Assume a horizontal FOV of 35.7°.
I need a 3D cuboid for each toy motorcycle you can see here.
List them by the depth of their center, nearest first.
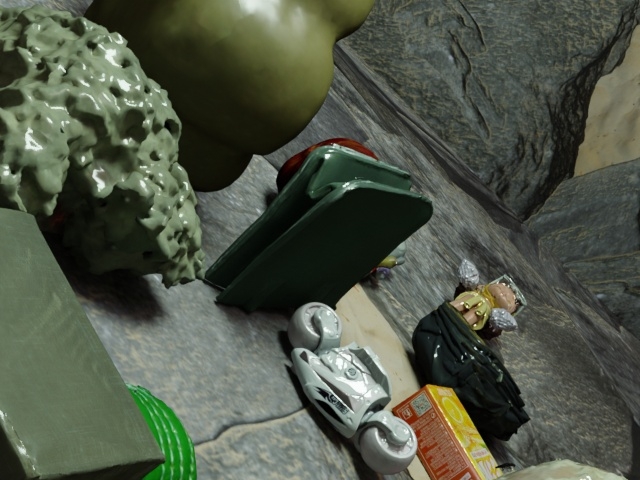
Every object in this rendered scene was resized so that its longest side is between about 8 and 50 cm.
[{"bbox_3d":[0.028,0.192,1.281,0.254,0.112,0.112,57,20,24],"label":"toy motorcycle"}]

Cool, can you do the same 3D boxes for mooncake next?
[{"bbox_3d":[-0.129,-0.309,1.350,0.262,0.467,0.467,36,23,-26],"label":"mooncake"}]

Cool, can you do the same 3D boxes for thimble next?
[{"bbox_3d":[-0.167,0.178,0.809,0.090,0.118,0.130,28,46,-55],"label":"thimble"}]

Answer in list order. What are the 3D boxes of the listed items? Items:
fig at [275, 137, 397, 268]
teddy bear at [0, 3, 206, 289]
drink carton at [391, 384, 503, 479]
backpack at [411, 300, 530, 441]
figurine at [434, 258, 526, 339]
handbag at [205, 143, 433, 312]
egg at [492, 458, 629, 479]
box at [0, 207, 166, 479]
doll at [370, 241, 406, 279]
[{"bbox_3d":[0.028,-0.037,1.628,0.204,0.186,0.250,-113,-169,-74],"label":"fig"},{"bbox_3d":[-0.241,-0.060,1.004,0.357,0.224,0.368,38,-20,43],"label":"teddy bear"},{"bbox_3d":[0.201,0.320,1.432,0.096,0.071,0.223,20,35,-56],"label":"drink carton"},{"bbox_3d":[0.253,0.236,1.646,0.258,0.133,0.206,44,10,-34],"label":"backpack"},{"bbox_3d":[0.319,0.134,1.995,0.175,0.116,0.240,54,25,20],"label":"figurine"},{"bbox_3d":[0.002,0.001,1.317,0.247,0.260,0.079,10,40,-56],"label":"handbag"},{"bbox_3d":[0.304,0.401,1.222,0.310,0.279,0.279,3,40,-22],"label":"egg"},{"bbox_3d":[-0.253,0.105,0.703,0.231,0.155,0.149,55,17,20],"label":"box"},{"bbox_3d":[0.106,0.015,1.816,0.102,0.075,0.227,42,29,9],"label":"doll"}]
